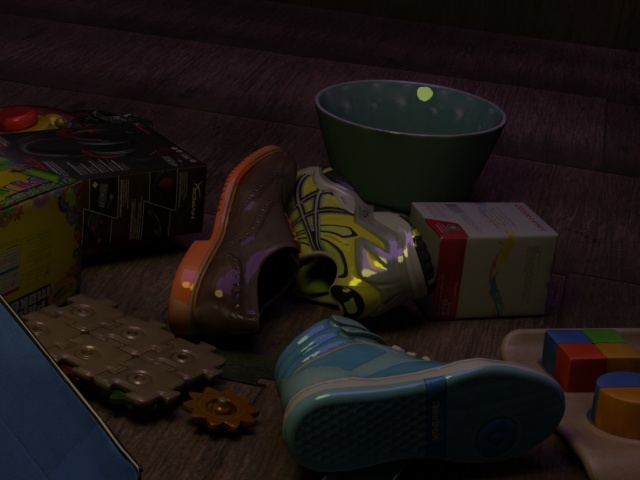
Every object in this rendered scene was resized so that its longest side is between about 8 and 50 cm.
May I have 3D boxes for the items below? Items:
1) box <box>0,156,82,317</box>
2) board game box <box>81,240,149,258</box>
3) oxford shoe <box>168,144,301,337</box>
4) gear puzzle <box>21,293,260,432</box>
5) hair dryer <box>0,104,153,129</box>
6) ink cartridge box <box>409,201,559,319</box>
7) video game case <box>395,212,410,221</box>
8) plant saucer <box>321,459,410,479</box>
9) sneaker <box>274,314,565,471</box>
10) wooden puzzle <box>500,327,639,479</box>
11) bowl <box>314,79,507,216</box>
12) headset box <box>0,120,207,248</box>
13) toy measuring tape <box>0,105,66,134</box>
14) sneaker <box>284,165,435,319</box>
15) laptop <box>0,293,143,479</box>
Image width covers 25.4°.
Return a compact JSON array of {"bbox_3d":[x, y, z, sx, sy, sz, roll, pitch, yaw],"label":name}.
[{"bbox_3d":[-0.498,0.006,1.778,0.279,0.177,0.290,17,25,27],"label":"box"},{"bbox_3d":[-0.365,-0.010,2.041,0.259,0.039,0.124,-19,32,-41],"label":"board game box"},{"bbox_3d":[-0.079,0.006,1.892,0.132,0.130,0.364,10,43,14],"label":"oxford shoe"},{"bbox_3d":[-0.210,0.155,1.672,0.339,0.044,0.175,21,25,28],"label":"gear puzzle"},{"bbox_3d":[-0.442,-0.190,2.457,0.293,0.080,0.223,4,5,-17],"label":"hair dryer"},{"bbox_3d":[0.219,0.026,1.966,0.176,0.127,0.128,-1,23,-16],"label":"ink cartridge box"},{"bbox_3d":[0.132,-0.001,2.163,0.119,0.015,0.166,-12,28,-36],"label":"video game case"},{"bbox_3d":[0.062,0.240,1.547,0.067,0.018,0.192,14,24,20],"label":"plant saucer"},{"bbox_3d":[0.097,0.152,1.586,0.319,0.127,0.208,0,23,-15],"label":"sneaker"},{"bbox_3d":[0.417,0.178,1.702,0.322,0.080,0.348,1,23,-12],"label":"wooden puzzle"},{"bbox_3d":[0.138,-0.144,2.323,0.311,0.163,0.311,5,22,-2],"label":"bowl"},{"bbox_3d":[-0.342,-0.078,2.024,0.293,0.110,0.218,-9,26,-32],"label":"headset box"},{"bbox_3d":[-0.513,-0.129,2.213,0.121,0.121,0.330,20,35,32],"label":"toy measuring tape"},{"bbox_3d":[0.000,0.000,1.972,0.147,0.145,0.384,-26,25,-21],"label":"sneaker"},{"bbox_3d":[-0.430,0.195,1.110,0.408,0.236,0.382,-16,49,-41],"label":"laptop"}]
